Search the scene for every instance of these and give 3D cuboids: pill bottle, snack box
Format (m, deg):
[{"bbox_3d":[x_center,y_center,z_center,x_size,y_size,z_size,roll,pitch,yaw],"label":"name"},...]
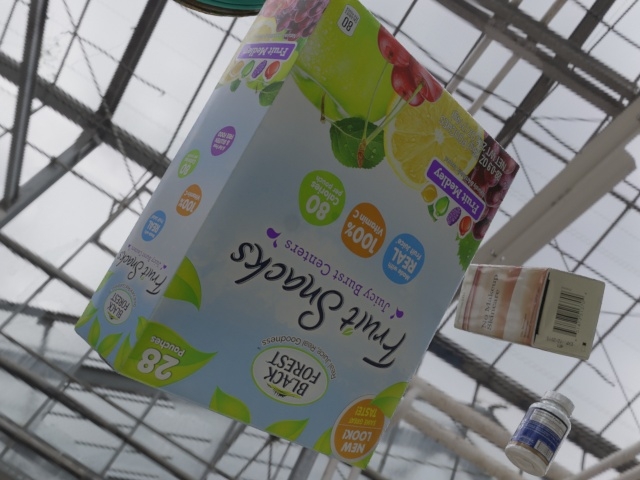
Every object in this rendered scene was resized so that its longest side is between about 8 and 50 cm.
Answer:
[{"bbox_3d":[0.334,0.288,1.068,0.067,0.120,0.067,32,-28,19],"label":"pill bottle"},{"bbox_3d":[0.000,0.000,0.389,0.175,0.207,0.070,33,-7,-37],"label":"snack box"}]

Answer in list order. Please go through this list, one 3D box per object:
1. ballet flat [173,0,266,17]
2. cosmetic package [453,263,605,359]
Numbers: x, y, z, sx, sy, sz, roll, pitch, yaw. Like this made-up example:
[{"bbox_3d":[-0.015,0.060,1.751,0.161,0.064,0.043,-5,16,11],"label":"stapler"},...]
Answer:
[{"bbox_3d":[-0.053,-0.307,0.777,0.106,0.316,0.107,20,-57,52],"label":"ballet flat"},{"bbox_3d":[0.395,0.130,1.382,0.129,0.153,0.296,15,-6,-15],"label":"cosmetic package"}]
